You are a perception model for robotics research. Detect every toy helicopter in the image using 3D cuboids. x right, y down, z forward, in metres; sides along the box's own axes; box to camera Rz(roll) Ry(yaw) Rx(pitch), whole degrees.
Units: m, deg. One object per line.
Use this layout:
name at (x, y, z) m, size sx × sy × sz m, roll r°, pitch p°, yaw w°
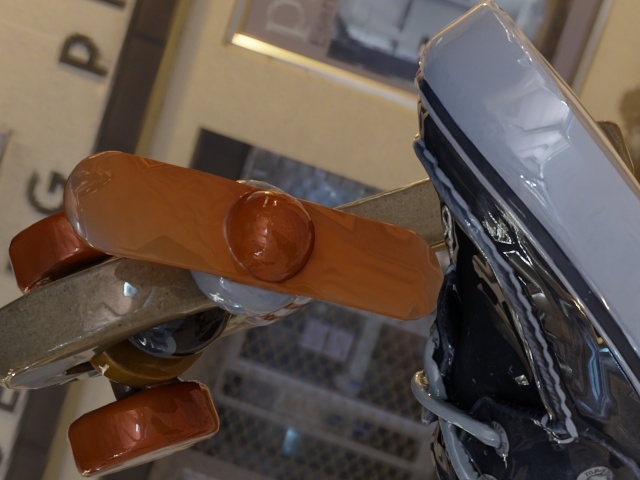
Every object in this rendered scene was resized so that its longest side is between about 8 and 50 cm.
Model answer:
toy helicopter at (0.000, 0.000, 0.635) m, size 0.235 × 0.355 × 0.140 m, roll 106°, pitch 144°, yaw -76°

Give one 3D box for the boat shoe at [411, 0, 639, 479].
boat shoe at (0.081, 0.052, 0.414) m, size 0.301 × 0.102 × 0.108 m, roll 53°, pitch -170°, yaw -47°
